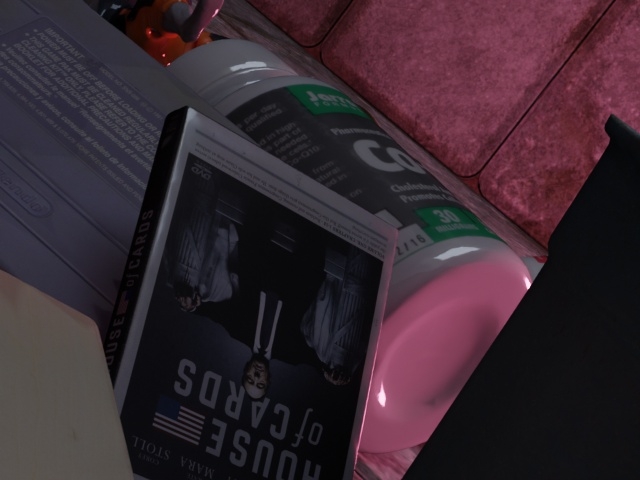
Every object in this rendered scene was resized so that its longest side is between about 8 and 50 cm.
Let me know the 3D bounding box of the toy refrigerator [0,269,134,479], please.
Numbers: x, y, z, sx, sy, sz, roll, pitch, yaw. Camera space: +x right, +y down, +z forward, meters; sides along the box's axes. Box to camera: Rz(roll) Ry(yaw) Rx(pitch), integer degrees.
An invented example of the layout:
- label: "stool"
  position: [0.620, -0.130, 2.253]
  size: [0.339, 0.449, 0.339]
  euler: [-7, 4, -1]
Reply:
- label: "toy refrigerator"
  position: [-0.141, 0.111, 0.584]
  size: [0.094, 0.102, 0.269]
  euler: [32, 13, -26]

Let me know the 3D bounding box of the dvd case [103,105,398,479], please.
- label: "dvd case"
  position: [-0.043, 0.063, 0.857]
  size: [0.179, 0.030, 0.238]
  euler: [29, 59, -32]

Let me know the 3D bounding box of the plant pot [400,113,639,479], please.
- label: "plant pot"
  position: [0.201, 0.158, 0.843]
  size: [0.341, 0.334, 0.341]
  euler: [36, 12, -9]

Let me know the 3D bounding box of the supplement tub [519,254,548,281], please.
- label: "supplement tub"
  position: [0.317, 0.102, 1.436]
  size: [0.272, 0.191, 0.191]
  euler: [-4, 17, -3]

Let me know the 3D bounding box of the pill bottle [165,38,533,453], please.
- label: "pill bottle"
  position: [-0.007, -0.010, 1.208]
  size: [0.204, 0.204, 0.361]
  euler: [24, 17, -49]

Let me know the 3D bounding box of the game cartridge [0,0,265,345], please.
- label: "game cartridge"
  position: [-0.168, -0.047, 0.959]
  size: [0.355, 0.068, 0.230]
  euler: [40, 41, 16]

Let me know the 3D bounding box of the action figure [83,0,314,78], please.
- label: "action figure"
  position: [-0.214, -0.211, 1.424]
  size: [0.330, 0.178, 0.341]
  euler: [15, -3, 35]

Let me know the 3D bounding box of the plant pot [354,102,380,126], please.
- label: "plant pot"
  position: [-0.042, -0.085, 1.560]
  size: [0.165, 0.167, 0.167]
  euler: [10, 29, -49]
